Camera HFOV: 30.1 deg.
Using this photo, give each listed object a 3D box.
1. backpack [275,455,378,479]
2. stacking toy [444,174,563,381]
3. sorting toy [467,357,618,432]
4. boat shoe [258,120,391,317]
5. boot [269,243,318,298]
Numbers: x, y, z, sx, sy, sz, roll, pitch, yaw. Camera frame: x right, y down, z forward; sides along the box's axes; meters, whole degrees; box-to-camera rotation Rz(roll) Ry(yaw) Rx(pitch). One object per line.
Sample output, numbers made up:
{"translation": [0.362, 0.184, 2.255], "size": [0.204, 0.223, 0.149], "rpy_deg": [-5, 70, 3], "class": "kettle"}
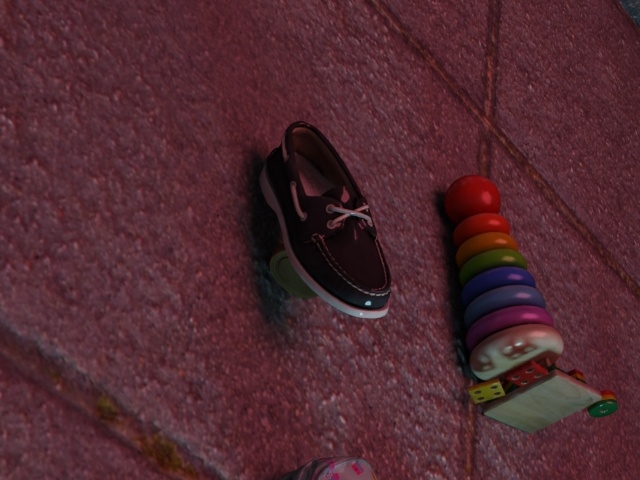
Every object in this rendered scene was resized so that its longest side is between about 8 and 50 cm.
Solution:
{"translation": [0.019, 0.325, 1.288], "size": [0.152, 0.115, 0.182], "rpy_deg": [-7, 71, -53], "class": "backpack"}
{"translation": [0.257, 0.043, 1.820], "size": [0.141, 0.141, 0.330], "rpy_deg": [23, 43, -45], "class": "stacking toy"}
{"translation": [0.319, 0.224, 1.764], "size": [0.274, 0.132, 0.046], "rpy_deg": [26, 40, -43], "class": "sorting toy"}
{"translation": [0.009, -0.031, 1.437], "size": [0.114, 0.091, 0.302], "rpy_deg": [1, 38, -35], "class": "boat shoe"}
{"translation": [0.000, 0.000, 1.539], "size": [0.197, 0.073, 0.152], "rpy_deg": [22, 42, -41], "class": "boot"}
